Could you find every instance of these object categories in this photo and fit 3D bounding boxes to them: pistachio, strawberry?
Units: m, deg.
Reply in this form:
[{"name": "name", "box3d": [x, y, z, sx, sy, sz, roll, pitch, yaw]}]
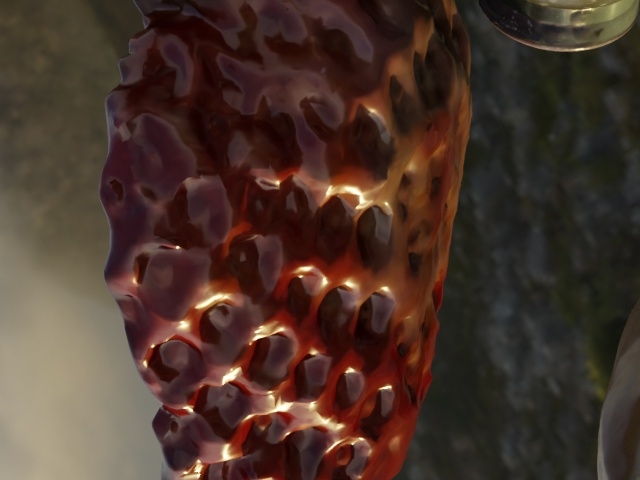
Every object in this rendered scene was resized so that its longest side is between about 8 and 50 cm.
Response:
[{"name": "pistachio", "box3d": [0.225, 0.085, 1.096, 0.136, 0.226, 0.136, 16, 130, 21]}, {"name": "strawberry", "box3d": [0.000, 0.000, 0.941, 0.265, 0.149, 0.336, -51, -41, -75]}]

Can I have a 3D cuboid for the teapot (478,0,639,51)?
[{"name": "teapot", "box3d": [0.122, -0.168, 0.900, 0.116, 0.148, 0.146, 16, 138, 12]}]
